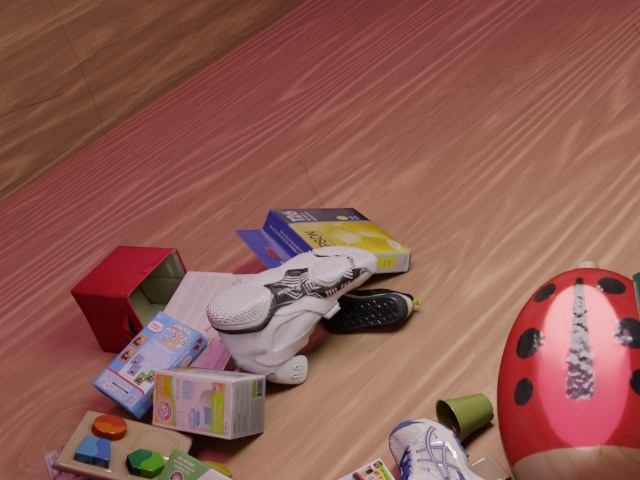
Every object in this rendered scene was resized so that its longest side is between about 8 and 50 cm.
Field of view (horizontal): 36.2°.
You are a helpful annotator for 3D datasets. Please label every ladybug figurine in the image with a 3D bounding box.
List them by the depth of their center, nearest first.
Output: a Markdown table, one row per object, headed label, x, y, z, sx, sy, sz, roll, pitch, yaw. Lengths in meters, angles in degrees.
| label | x | y | z | sx | sy | sz | roll | pitch | yaw |
| --- | --- | --- | --- | --- | --- | --- | --- | --- | --- |
| ladybug figurine | 0.409 | 0.218 | 1.492 | 0.305 | 0.162 | 0.449 | -11 | 54 | 21 |

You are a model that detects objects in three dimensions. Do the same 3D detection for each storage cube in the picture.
| label | x | y | z | sx | sy | sz | roll | pitch | yaw |
| --- | --- | --- | --- | --- | --- | --- | --- | --- | --- |
| storage cube | -0.423 | 0.138 | 2.266 | 0.193 | 0.183 | 0.215 | 2 | 36 | 36 |

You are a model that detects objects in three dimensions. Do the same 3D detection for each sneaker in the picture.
| label | x | y | z | sx | sy | sz | roll | pitch | yaw |
| --- | --- | --- | --- | --- | --- | --- | --- | --- | --- |
| sneaker | 0.167 | 0.372 | 1.533 | 0.131 | 0.112 | 0.296 | 0 | 19 | -26 |
| sneaker | -0.040 | 0.155 | 1.982 | 0.366 | 0.210 | 0.137 | -22 | 28 | -18 |
| sneaker | 0.099 | 0.144 | 2.063 | 0.235 | 0.084 | 0.097 | 0 | 10 | 32 |

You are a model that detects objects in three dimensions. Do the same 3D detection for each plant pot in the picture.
| label | x | y | z | sx | sy | sz | roll | pitch | yaw |
| --- | --- | --- | --- | --- | --- | --- | --- | --- | --- |
| plant pot | 0.253 | 0.299 | 1.686 | 0.079 | 0.083 | 0.083 | -18 | 27 | -20 |

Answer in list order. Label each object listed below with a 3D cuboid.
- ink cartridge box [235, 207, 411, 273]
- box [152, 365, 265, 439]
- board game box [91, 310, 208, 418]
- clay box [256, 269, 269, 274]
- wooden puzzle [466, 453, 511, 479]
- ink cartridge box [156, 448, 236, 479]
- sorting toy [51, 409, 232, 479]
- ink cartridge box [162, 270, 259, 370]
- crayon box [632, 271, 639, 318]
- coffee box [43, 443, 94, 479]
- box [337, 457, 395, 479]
| label | x | y | z | sx | sy | sz | roll | pitch | yaw |
| --- | --- | --- | --- | --- | --- | --- | --- | --- | --- |
| ink cartridge box | 0.000 | 0.000 | 2.229 | 0.307 | 0.072 | 0.303 | -1 | 22 | -26 |
| box | -0.216 | 0.309 | 1.886 | 0.203 | 0.114 | 0.103 | 3 | 0 | 34 |
| board game box | -0.356 | 0.255 | 2.042 | 0.160 | 0.039 | 0.211 | 21 | 62 | 45 |
| clay box | -0.122 | 0.123 | 2.235 | 0.222 | 0.053 | 0.127 | -21 | 31 | -2 |
| wooden puzzle | 0.264 | 0.384 | 1.595 | 0.078 | 0.014 | 0.116 | -19 | 29 | -6 |
| ink cartridge box | -0.201 | 0.491 | 1.500 | 0.201 | 0.117 | 0.278 | 14 | 70 | 46 |
| sorting toy | -0.304 | 0.387 | 1.775 | 0.307 | 0.041 | 0.229 | 14 | 16 | 0 |
| ink cartridge box | -0.246 | 0.197 | 2.116 | 0.261 | 0.066 | 0.296 | 1 | 48 | 35 |
| crayon box | 0.574 | 0.196 | 1.390 | 0.083 | 0.323 | 0.203 | -32 | 23 | 27 |
| coffee box | -0.406 | 0.461 | 1.800 | 0.141 | 0.098 | 0.246 | -27 | 30 | -13 |
| box | 0.092 | 0.446 | 1.573 | 0.114 | 0.036 | 0.207 | -26 | 30 | -9 |
